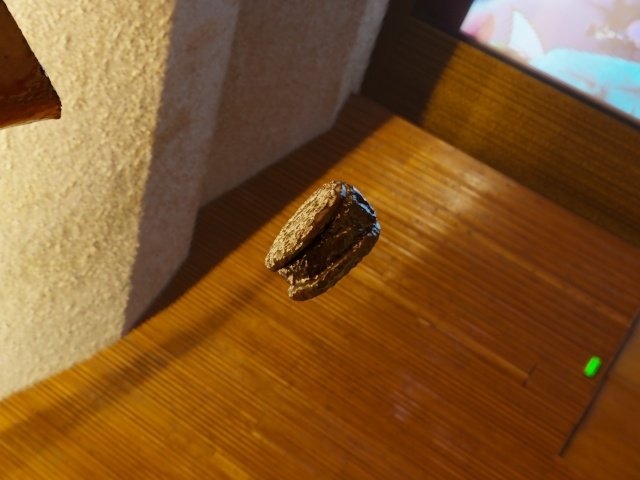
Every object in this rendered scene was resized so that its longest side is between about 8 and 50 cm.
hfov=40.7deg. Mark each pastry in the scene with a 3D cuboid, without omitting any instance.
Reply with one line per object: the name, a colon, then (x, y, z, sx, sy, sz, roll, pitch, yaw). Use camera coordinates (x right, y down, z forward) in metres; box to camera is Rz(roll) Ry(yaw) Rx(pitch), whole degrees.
pastry: (0.000, 0.000, 0.703, 0.097, 0.057, 0.109, -37, 13, 28)

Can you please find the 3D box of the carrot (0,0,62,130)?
carrot: (-0.307, -0.112, 0.406, 0.331, 0.193, 0.214, -24, -45, -30)
